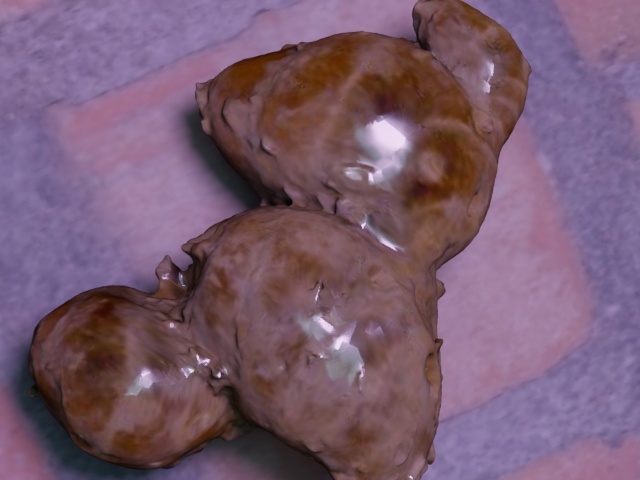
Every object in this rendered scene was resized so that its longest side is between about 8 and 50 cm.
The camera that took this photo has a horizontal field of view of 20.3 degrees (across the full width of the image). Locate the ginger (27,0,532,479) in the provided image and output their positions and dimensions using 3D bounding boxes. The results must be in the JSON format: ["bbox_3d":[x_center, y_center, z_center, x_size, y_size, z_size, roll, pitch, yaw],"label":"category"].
[{"bbox_3d":[0.000,0.000,1.124,0.256,0.176,0.375,28,77,9],"label":"ginger"}]
